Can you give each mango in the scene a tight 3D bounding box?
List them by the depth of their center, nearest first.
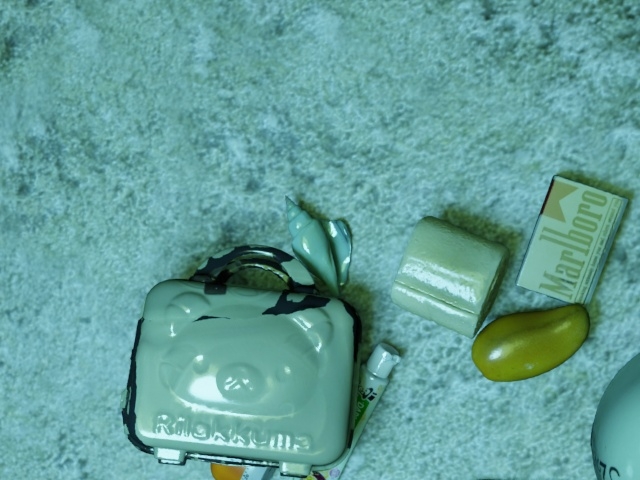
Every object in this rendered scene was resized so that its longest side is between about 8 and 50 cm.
[{"bbox_3d":[0.316,0.152,1.470,0.184,0.085,0.102,-22,105,5],"label":"mango"}]

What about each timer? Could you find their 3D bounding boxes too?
[{"bbox_3d":[-0.129,0.339,1.582,0.136,0.099,0.136,-3,78,15],"label":"timer"}]

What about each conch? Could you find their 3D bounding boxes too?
[{"bbox_3d":[-0.005,0.003,1.554,0.180,0.088,0.065,60,147,-3],"label":"conch"}]

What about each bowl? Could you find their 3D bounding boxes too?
[{"bbox_3d":[0.561,0.314,1.369,0.354,0.185,0.354,1,94,13],"label":"bowl"}]

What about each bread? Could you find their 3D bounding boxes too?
[{"bbox_3d":[0.194,0.054,1.467,0.141,0.134,0.148,24,88,15],"label":"bread"}]

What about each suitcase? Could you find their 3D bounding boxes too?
[{"bbox_3d":[-0.115,0.173,1.479,0.351,0.194,0.339,7,73,0],"label":"suitcase"}]

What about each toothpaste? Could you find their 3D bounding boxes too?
[{"bbox_3d":[0.034,0.302,1.566,0.058,0.056,0.314,43,109,49],"label":"toothpaste"}]

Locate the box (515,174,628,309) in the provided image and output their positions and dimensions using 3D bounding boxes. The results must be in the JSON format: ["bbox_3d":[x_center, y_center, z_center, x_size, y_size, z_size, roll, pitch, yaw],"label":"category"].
[{"bbox_3d":[0.374,0.003,1.470,0.115,0.036,0.177,20,98,11],"label":"box"}]
